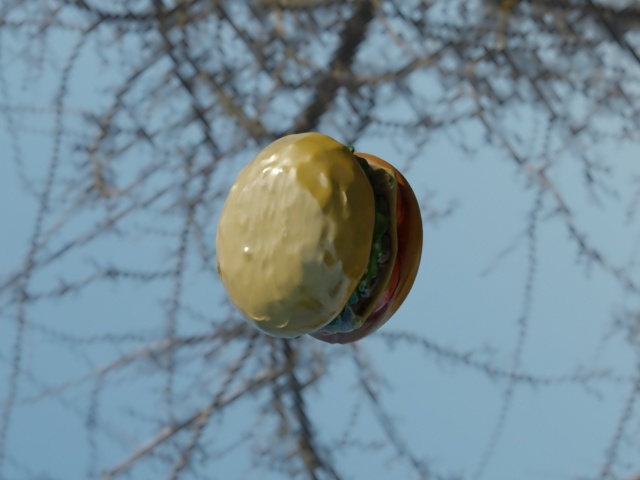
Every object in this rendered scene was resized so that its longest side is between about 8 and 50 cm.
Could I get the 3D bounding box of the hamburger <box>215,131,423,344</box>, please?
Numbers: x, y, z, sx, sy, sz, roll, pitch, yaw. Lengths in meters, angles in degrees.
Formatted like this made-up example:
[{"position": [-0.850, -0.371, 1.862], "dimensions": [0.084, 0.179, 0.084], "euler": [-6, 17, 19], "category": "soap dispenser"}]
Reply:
[{"position": [0.000, 0.000, 1.476], "dimensions": [0.115, 0.162, 0.162], "euler": [11, -135, -44], "category": "hamburger"}]
